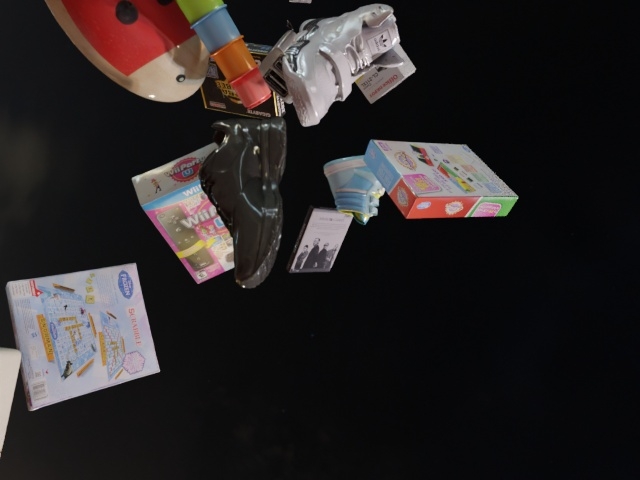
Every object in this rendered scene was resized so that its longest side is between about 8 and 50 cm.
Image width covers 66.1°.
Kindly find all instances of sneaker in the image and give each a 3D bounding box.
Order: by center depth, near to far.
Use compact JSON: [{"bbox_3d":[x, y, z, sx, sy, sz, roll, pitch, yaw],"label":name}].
[{"bbox_3d":[-0.116,-0.063,0.719,0.109,0.130,0.286,106,-15,-57],"label":"sneaker"},{"bbox_3d":[0.053,-0.369,0.988,0.210,0.366,0.137,-10,-50,17],"label":"sneaker"},{"bbox_3d":[0.178,-0.161,1.524,0.127,0.318,0.208,151,-71,-81],"label":"sneaker"}]

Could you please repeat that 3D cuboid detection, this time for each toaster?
[{"bbox_3d":[-0.095,-0.549,1.548,0.185,0.110,0.168,40,-34,-16],"label":"toaster"}]

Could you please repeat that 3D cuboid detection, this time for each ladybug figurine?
[{"bbox_3d":[-0.384,-0.505,1.005,0.161,0.305,0.449,-7,-52,47],"label":"ladybug figurine"}]

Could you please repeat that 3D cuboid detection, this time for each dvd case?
[{"bbox_3d":[0.000,0.000,1.626,0.029,0.179,0.239,43,-60,42],"label":"dvd case"}]

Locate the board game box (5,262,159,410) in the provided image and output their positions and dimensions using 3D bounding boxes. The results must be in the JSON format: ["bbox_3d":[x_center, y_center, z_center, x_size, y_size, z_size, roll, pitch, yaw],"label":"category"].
[{"bbox_3d":[-0.622,0.241,1.306,0.066,0.318,0.319,-25,-103,50],"label":"board game box"}]

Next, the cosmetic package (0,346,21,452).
[{"bbox_3d":[-0.385,0.120,0.327,0.160,0.309,0.113,3,-101,9],"label":"cosmetic package"}]

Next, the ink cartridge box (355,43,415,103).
[{"bbox_3d":[0.134,-0.457,1.239,0.175,0.072,0.127,52,-42,-8],"label":"ink cartridge box"}]

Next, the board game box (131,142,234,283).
[{"bbox_3d":[-0.245,-0.057,1.110,0.097,0.224,0.303,59,-8,38],"label":"board game box"}]

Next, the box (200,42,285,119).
[{"bbox_3d":[-0.296,-0.588,1.801,0.321,0.079,0.257,15,-44,18],"label":"box"}]

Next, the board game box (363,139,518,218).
[{"bbox_3d":[0.298,-0.158,1.238,0.242,0.316,0.064,62,-36,41],"label":"board game box"}]

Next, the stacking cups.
[{"bbox_3d":[-0.197,-0.414,0.964,0.096,0.096,0.316,-17,-62,37],"label":"stacking cups"}]

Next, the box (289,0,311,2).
[{"bbox_3d":[-0.064,-0.926,1.488,0.242,0.076,0.308,117,-35,-60],"label":"box"}]
